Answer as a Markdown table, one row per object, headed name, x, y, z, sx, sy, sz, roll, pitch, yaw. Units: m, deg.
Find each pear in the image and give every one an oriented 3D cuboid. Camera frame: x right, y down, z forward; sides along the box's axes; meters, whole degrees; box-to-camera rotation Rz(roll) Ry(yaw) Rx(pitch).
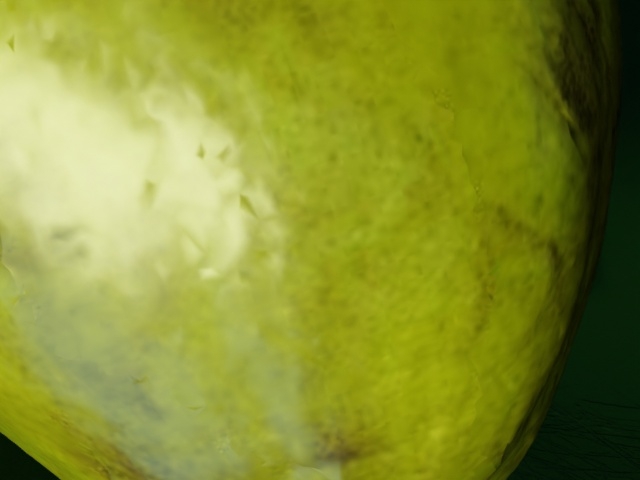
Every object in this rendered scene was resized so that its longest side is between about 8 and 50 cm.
| name | x | y | z | sx | sy | sz | roll | pitch | yaw |
| --- | --- | --- | --- | --- | --- | --- | --- | --- | --- |
| pear | -0.036 | -0.044 | 0.651 | 0.287 | 0.375 | 0.287 | -19 | 167 | -4 |
